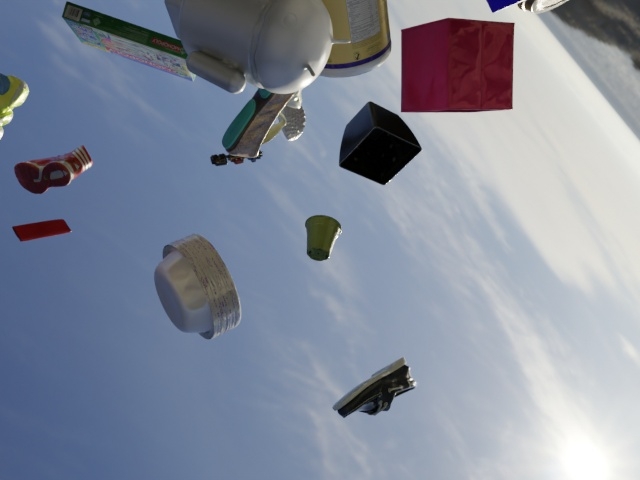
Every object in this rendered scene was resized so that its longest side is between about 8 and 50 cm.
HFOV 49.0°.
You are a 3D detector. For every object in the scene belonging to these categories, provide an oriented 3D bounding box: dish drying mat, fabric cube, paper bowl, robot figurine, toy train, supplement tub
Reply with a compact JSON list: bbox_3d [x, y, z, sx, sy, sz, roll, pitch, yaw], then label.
[{"bbox_3d":[-0.437,-0.017,1.102,0.083,0.008,0.032,-16,-120,-46],"label":"dish drying mat"},{"bbox_3d":[0.415,-0.523,2.144,0.258,0.258,0.254,-5,-172,-26],"label":"fabric cube"},{"bbox_3d":[-0.346,0.135,1.899,0.148,0.284,0.284,-24,-108,-27],"label":"paper bowl"},{"bbox_3d":[-0.124,-0.404,1.337,0.353,0.300,0.200,26,159,21],"label":"robot figurine"},{"bbox_3d":[-0.229,-0.228,1.940,0.158,0.027,0.036,-12,-83,-30],"label":"toy train"},{"bbox_3d":[0.047,-0.607,1.767,0.241,0.240,0.331,-98,-3,-49],"label":"supplement tub"}]

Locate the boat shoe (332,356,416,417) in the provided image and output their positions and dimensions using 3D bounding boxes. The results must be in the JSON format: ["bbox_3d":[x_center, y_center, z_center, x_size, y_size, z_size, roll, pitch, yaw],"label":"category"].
[{"bbox_3d":[0.144,0.372,1.708,0.302,0.114,0.091,-20,-105,-49],"label":"boat shoe"}]

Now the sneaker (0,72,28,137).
[{"bbox_3d":[-0.834,-0.316,1.727,0.126,0.240,0.091,34,167,-5],"label":"sneaker"}]

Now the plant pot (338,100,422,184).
[{"bbox_3d":[0.173,-0.314,2.168,0.188,0.187,0.167,20,-135,-30],"label":"plant pot"}]

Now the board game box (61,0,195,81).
[{"bbox_3d":[-0.479,-0.507,1.809,0.317,0.046,0.213,18,176,-5],"label":"board game box"}]

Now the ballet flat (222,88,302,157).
[{"bbox_3d":[-0.110,-0.318,1.625,0.106,0.316,0.108,21,-145,-33],"label":"ballet flat"}]

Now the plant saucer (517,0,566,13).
[{"bbox_3d":[0.627,-0.666,1.771,0.041,0.277,0.278,60,-155,10],"label":"plant saucer"}]

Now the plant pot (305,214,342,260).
[{"bbox_3d":[0.000,0.000,1.539,0.083,0.083,0.079,36,-132,-30],"label":"plant pot"}]

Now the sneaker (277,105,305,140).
[{"bbox_3d":[-0.118,-0.443,2.354,0.094,0.090,0.235,30,145,37],"label":"sneaker"}]

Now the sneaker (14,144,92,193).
[{"bbox_3d":[-0.653,-0.179,1.752,0.128,0.221,0.087,-41,-53,-48],"label":"sneaker"}]

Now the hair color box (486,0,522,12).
[{"bbox_3d":[0.362,-0.529,1.113,0.339,0.110,0.185,-43,-70,-28],"label":"hair color box"}]
